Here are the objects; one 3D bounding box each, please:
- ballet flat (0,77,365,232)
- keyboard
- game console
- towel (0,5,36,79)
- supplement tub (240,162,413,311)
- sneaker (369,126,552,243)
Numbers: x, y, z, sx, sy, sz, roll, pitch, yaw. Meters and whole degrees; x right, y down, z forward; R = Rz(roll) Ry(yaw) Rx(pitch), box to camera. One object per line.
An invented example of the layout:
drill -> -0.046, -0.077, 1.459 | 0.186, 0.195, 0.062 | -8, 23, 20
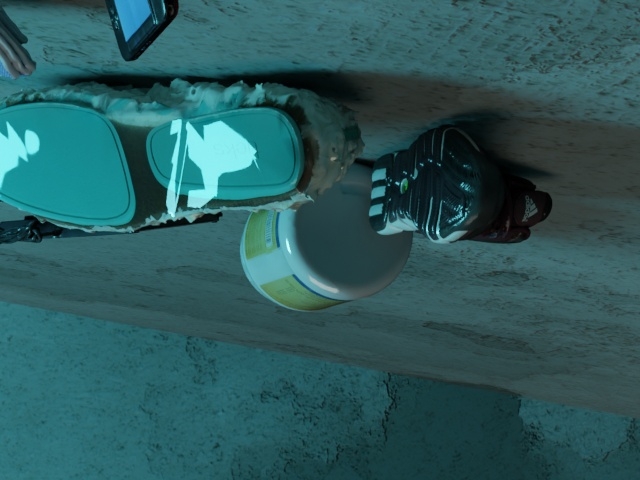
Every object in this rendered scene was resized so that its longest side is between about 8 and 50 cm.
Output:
ballet flat -> -0.137, -0.082, 1.595 | 0.409, 0.147, 0.147 | 3, 168, 32
keyboard -> -0.267, -0.019, 1.867 | 0.202, 0.033, 0.317 | -9, -177, -36
game console -> -0.165, -0.187, 1.178 | 0.085, 0.124, 0.144 | -15, 178, -19
towel -> -0.389, -0.176, 1.350 | 0.285, 0.034, 0.209 | -3, 153, 16
supplement tub -> 0.000, 0.000, 1.833 | 0.144, 0.144, 0.200 | 13, 169, -17
sneaker -> 0.160, -0.045, 1.633 | 0.163, 0.106, 0.281 | 7, -179, -16
